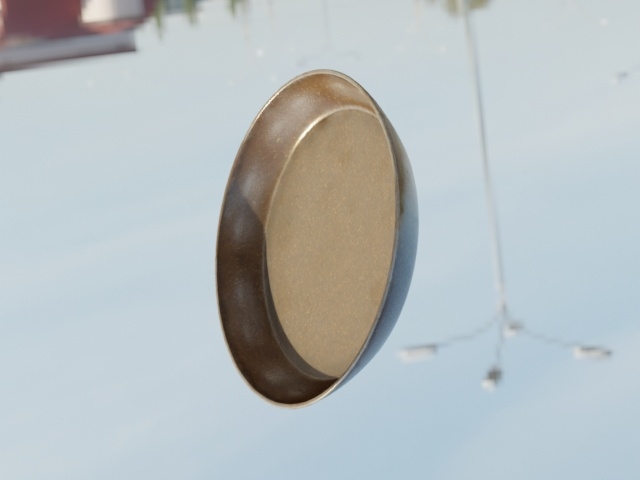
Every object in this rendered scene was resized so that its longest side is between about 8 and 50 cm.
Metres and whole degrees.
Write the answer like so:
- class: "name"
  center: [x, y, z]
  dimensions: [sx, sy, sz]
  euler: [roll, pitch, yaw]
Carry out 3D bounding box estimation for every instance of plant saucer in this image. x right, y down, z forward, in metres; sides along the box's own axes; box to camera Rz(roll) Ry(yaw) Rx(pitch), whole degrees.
- class: "plant saucer"
  center: [0.000, 0.000, 0.861]
  dimensions: [0.029, 0.168, 0.168]
  euler: [7, -178, -32]
